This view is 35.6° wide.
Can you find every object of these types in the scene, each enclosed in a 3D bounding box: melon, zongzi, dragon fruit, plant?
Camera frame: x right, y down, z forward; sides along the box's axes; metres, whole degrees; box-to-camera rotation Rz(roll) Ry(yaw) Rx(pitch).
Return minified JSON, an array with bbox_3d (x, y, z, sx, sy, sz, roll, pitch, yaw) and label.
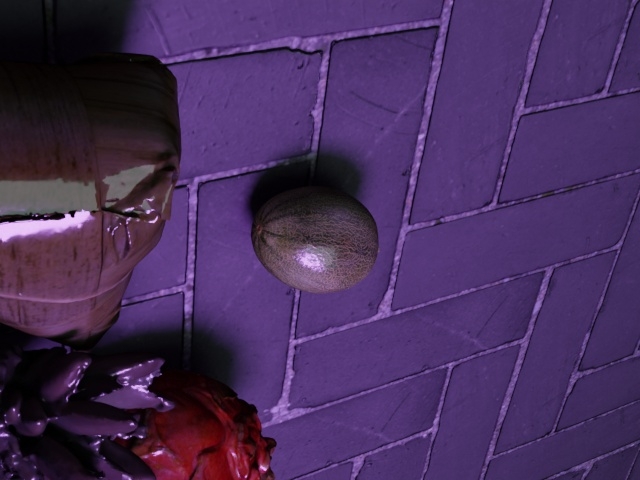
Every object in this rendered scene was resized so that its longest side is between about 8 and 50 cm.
[{"bbox_3d":[0.000,0.000,1.280,0.192,0.139,0.139,10,119,-37],"label":"melon"},{"bbox_3d":[-0.412,0.015,0.976,0.499,0.218,0.467,1,139,-27],"label":"zongzi"},{"bbox_3d":[-0.220,0.311,1.295,0.342,0.277,0.277,-9,130,-26],"label":"dragon fruit"},{"bbox_3d":[-0.333,0.205,1.113,0.320,0.182,0.194,4,167,3],"label":"plant"}]
